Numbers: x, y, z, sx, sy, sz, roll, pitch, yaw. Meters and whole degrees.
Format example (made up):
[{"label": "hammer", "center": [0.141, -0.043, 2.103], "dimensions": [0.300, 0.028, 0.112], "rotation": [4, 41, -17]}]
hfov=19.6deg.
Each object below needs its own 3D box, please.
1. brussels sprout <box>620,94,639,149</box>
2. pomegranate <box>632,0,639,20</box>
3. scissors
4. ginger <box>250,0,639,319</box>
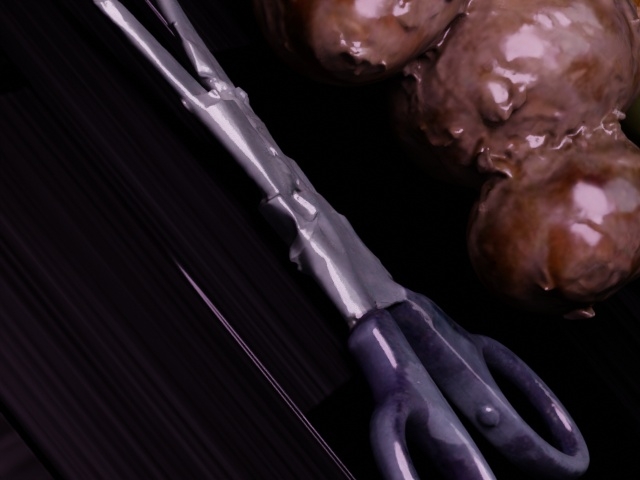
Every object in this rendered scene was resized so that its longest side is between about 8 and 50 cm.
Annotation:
[{"label": "brussels sprout", "center": [0.361, -0.200, 1.785], "dimensions": [0.344, 0.268, 0.344], "rotation": [56, -1, 2]}, {"label": "pomegranate", "center": [0.193, -0.214, 1.551], "dimensions": [0.196, 0.196, 0.196], "rotation": [41, 21, -20]}, {"label": "scissors", "center": [0.000, 0.000, 0.974], "dimensions": [0.383, 0.029, 0.256], "rotation": [52, 21, 3]}, {"label": "ginger", "center": [0.080, -0.133, 1.186], "dimensions": [0.375, 0.176, 0.256], "rotation": [44, 36, -12]}]
